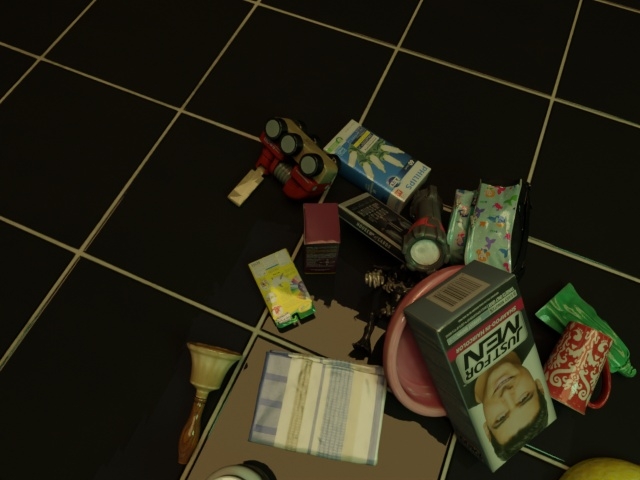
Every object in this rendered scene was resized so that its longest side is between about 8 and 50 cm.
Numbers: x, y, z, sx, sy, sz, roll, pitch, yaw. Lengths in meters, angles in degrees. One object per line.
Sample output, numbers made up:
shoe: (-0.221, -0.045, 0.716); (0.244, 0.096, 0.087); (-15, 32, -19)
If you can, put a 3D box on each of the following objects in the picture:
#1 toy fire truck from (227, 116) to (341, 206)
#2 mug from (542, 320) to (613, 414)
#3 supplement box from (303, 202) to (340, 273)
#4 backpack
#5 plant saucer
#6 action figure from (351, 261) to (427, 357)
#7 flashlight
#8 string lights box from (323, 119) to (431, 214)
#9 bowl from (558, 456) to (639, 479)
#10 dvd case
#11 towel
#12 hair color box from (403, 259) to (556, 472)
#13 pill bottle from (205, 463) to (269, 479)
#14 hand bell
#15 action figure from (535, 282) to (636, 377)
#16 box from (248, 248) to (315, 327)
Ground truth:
toy fire truck: (-0.107, -0.172, 1.221); (0.217, 0.246, 0.159); (47, 30, 16)
mug: (0.559, 0.277, 1.013); (0.113, 0.150, 0.169); (22, 83, 54)
supplement box: (0.000, 0.000, 1.100); (0.081, 0.188, 0.104); (-1, 65, -2)
backpack: (0.396, 0.001, 1.092); (0.191, 0.225, 0.253); (-1, 66, 23)
plant saucer: (0.267, 0.206, 0.989); (0.333, 0.084, 0.331); (-6, 106, -22)
action figure: (0.176, 0.135, 1.071); (0.164, 0.141, 0.275); (17, 69, 12)
flashlight: (0.244, -0.031, 1.087); (0.103, 0.304, 0.103); (-20, 107, 18)
string lights box: (0.148, -0.200, 1.255); (0.260, 0.076, 0.133); (35, 69, 14)
bowl: (0.605, 0.565, 0.872); (0.290, 0.156, 0.289); (0, 66, -1)
dvd case: (0.169, -0.030, 1.147); (0.239, 0.029, 0.179); (37, 29, 14)
towel: (0.001, 0.361, 1.022); (0.285, 0.034, 0.209); (8, 68, 5)
hair color box: (0.321, 0.248, 0.913); (0.186, 0.114, 0.374); (-32, 114, -14)
pill bottle: (-0.158, 0.484, 0.853); (0.131, 0.229, 0.131); (1, 65, -1)
hand bell: (-0.259, 0.352, 1.000); (0.126, 0.126, 0.241); (13, 79, 5)
action figure: (0.626, 0.223, 1.078); (0.137, 0.063, 0.232); (-34, 67, -17)
box: (-0.092, 0.118, 1.126); (0.105, 0.043, 0.179); (-23, 66, -11)
